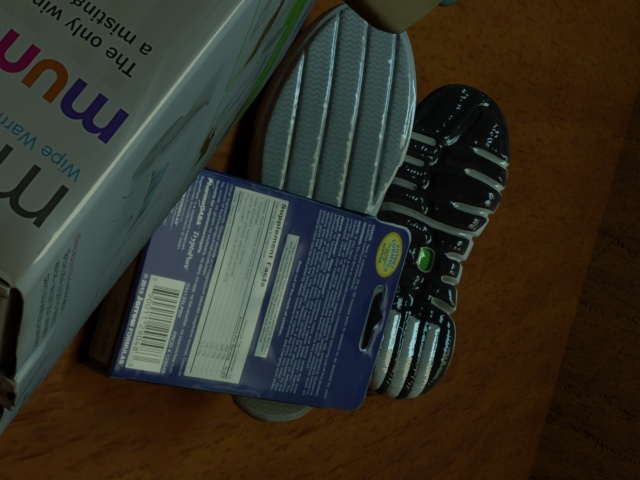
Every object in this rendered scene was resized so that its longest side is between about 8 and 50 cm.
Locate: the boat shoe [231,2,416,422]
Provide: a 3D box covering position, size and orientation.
[{"bbox_3d":[-0.015,-0.023,1.076,0.094,0.109,0.302,-162,-92,-75],"label":"boat shoe"}]

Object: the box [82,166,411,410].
[{"bbox_3d":[-0.040,0.033,0.971,0.225,0.036,0.136,15,91,-44],"label":"box"}]

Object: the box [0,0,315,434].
[{"bbox_3d":[-0.091,-0.067,0.531,0.231,0.127,0.262,-54,-178,-21],"label":"box"}]

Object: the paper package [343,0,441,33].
[{"bbox_3d":[0.057,-0.291,0.728,0.309,0.168,0.325,-43,163,7],"label":"paper package"}]

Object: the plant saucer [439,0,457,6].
[{"bbox_3d":[0.135,-0.271,1.385,0.119,0.021,0.119,16,90,-72],"label":"plant saucer"}]

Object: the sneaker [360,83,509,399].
[{"bbox_3d":[0.064,0.006,1.300,0.162,0.106,0.281,-31,-143,66],"label":"sneaker"}]
